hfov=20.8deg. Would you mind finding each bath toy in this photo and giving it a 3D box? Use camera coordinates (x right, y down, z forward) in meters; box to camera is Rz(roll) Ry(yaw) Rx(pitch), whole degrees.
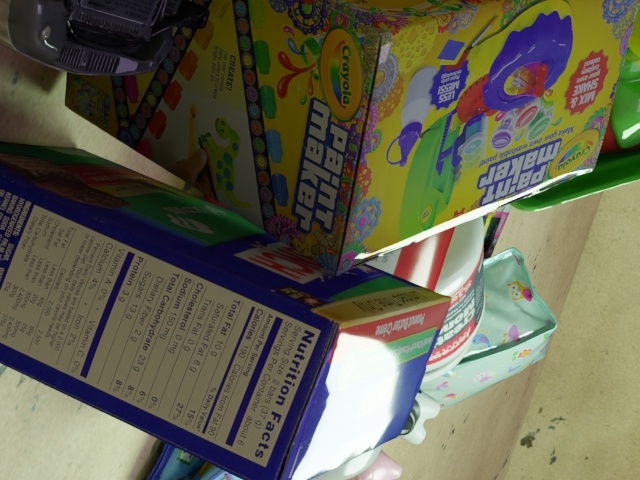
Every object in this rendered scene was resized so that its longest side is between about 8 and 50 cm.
[{"bbox_3d":[0.033,0.262,2.253,0.129,0.151,0.348,29,87,-35],"label":"bath toy"}]

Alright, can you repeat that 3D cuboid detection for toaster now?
[{"bbox_3d":[-0.161,-0.175,0.994,0.129,0.146,0.227,-68,163,8],"label":"toaster"}]

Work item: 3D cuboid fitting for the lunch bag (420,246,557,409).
[{"bbox_3d":[0.181,0.140,2.446,0.262,0.160,0.223,-25,164,-3],"label":"lunch bag"}]

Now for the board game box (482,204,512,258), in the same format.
[{"bbox_3d":[0.198,-0.089,2.338,0.224,0.098,0.303,-69,163,6],"label":"board game box"}]

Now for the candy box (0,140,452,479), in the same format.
[{"bbox_3d":[-0.102,0.038,1.168,0.122,0.317,0.268,-68,164,7],"label":"candy box"}]

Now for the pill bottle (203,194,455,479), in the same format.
[{"bbox_3d":[0.000,0.000,1.597,0.229,0.229,0.407,-34,144,-61],"label":"pill bottle"}]

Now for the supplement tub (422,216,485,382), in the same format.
[{"bbox_3d":[0.095,0.040,2.017,0.191,0.191,0.272,-60,162,-21],"label":"supplement tub"}]

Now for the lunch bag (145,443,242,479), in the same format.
[{"bbox_3d":[-0.080,0.220,1.865,0.293,0.138,0.221,-52,163,-16],"label":"lunch bag"}]

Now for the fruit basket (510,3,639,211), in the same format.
[{"bbox_3d":[0.267,-0.221,1.533,0.283,0.392,0.392,-16,147,-9],"label":"fruit basket"}]

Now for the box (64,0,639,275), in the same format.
[{"bbox_3d":[0.023,-0.145,1.240,0.290,0.279,0.177,-22,133,-43],"label":"box"}]
